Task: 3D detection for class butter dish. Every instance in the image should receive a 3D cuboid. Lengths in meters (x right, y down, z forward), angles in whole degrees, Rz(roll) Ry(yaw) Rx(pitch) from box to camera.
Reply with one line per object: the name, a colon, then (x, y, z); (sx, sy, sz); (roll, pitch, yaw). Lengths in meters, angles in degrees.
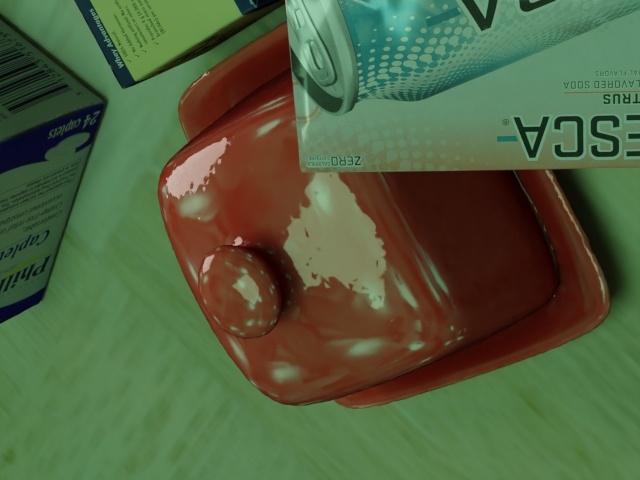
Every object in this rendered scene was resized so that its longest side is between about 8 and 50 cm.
butter dish: (0.000, 0.000, 0.607); (0.160, 0.118, 0.160); (-24, 97, 42)

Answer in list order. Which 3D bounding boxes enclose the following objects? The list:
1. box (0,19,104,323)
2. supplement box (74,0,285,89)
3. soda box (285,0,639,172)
box: (-0.185, -0.040, 0.760); (0.126, 0.072, 0.137); (38, 130, 17)
supplement box: (-0.055, -0.118, 0.632); (0.083, 0.056, 0.083); (-24, 96, 42)
soda box: (0.084, -0.059, 0.505); (0.183, 0.058, 0.063); (-1, 113, 9)
